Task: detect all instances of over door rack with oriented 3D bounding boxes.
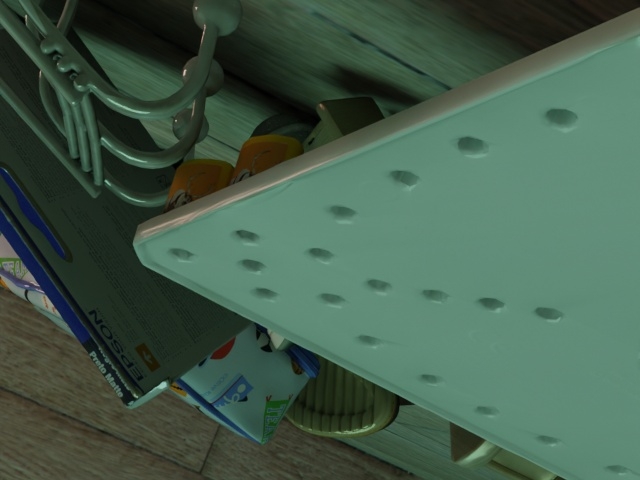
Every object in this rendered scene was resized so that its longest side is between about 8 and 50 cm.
[{"bbox_3d":[-0.171,-0.154,0.692,0.324,0.108,0.239,37,170,0],"label":"over door rack"}]

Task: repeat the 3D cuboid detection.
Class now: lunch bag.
[{"bbox_3d":[-0.152,0.052,1.387,0.303,0.115,0.243,25,166,47],"label":"lunch bag"}]

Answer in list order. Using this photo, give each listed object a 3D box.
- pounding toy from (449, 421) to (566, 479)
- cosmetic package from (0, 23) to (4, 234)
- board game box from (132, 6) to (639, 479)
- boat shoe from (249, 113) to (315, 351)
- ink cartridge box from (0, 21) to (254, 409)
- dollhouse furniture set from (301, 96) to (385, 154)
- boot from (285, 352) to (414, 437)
[{"bbox_3d":[0.160,0.098,1.068,0.155,0.154,0.269,27,169,-19],"label":"pounding toy"},{"bbox_3d":[-0.305,-0.071,1.013,0.138,0.224,0.224,14,166,39],"label":"cosmetic package"},{"bbox_3d":[0.187,0.023,0.632,0.390,0.050,0.390,29,151,-29],"label":"board game box"},{"bbox_3d":[-0.002,0.001,1.101,0.320,0.118,0.103,68,177,-79],"label":"boat shoe"},{"bbox_3d":[-0.136,-0.017,0.898,0.223,0.045,0.224,54,-162,2],"label":"ink cartridge box"},{"bbox_3d":[0.107,-0.025,0.882,0.182,0.161,0.101,-11,152,-42],"label":"dollhouse furniture set"},{"bbox_3d":[0.033,0.127,1.504,0.207,0.090,0.248,11,-178,-43],"label":"boot"}]
